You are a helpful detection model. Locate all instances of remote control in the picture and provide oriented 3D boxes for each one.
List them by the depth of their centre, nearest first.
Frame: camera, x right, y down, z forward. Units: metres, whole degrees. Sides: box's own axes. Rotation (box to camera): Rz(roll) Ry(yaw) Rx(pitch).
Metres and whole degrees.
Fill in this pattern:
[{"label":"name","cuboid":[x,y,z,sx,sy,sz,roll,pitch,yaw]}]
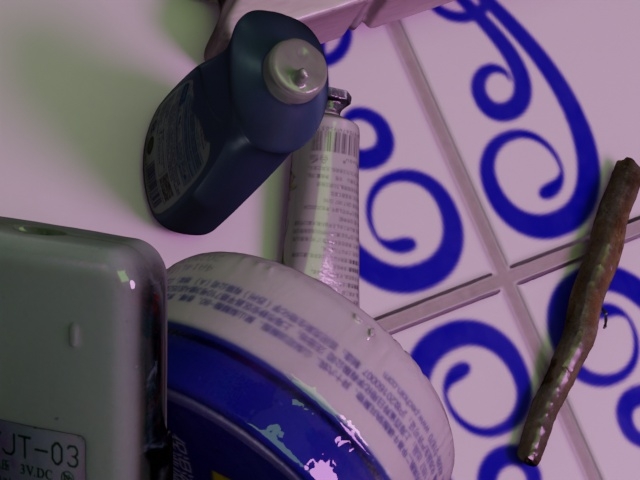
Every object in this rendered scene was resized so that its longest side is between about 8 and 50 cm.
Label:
[{"label":"remote control","cuboid":[-0.140,0.138,0.994,0.056,0.140,0.296,-24,118,-58]}]

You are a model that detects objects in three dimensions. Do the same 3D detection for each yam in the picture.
[{"label":"yam","cuboid":[0.176,0.047,1.282,0.027,0.029,0.234,11,64,25]}]

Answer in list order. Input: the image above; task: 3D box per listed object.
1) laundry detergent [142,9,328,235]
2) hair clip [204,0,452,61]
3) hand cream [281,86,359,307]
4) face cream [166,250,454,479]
[{"label":"laundry detergent","cuboid":[-0.046,-0.072,1.117,0.061,0.206,0.096,16,69,-18]},{"label":"hair clip","cuboid":[0.062,-0.200,1.277,0.331,0.085,0.101,-22,81,-22]},{"label":"hand cream","cuboid":[0.000,0.000,1.213,0.067,0.042,0.194,11,75,-29]},{"label":"face cream","cuboid":[-0.030,0.106,1.068,0.206,0.206,0.111,42,61,-7]}]
